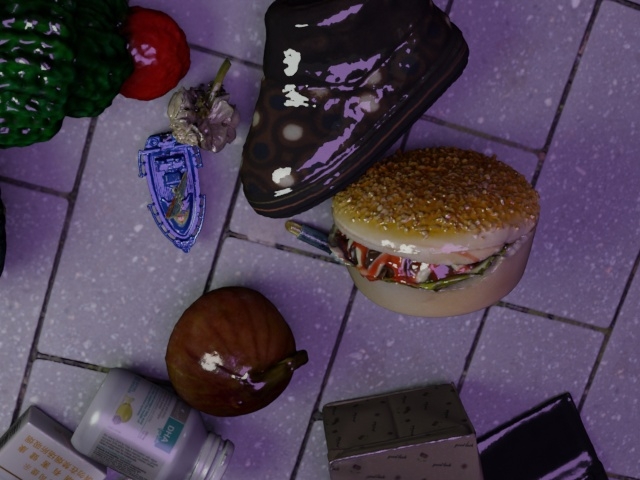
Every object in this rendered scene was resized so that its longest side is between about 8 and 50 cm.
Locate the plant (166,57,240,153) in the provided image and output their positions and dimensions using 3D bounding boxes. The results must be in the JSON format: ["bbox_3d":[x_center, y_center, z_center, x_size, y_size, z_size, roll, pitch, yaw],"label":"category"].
[{"bbox_3d":[-0.149,-0.185,1.312,0.104,0.116,0.122,25,114,-13],"label":"plant"}]

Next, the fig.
[{"bbox_3d":[-0.117,0.165,1.381,0.205,0.205,0.205,-3,106,-11],"label":"fig"}]

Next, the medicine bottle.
[{"bbox_3d":[-0.239,0.288,1.404,0.215,0.135,0.135,29,98,-7],"label":"medicine bottle"}]

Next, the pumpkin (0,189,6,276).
[{"bbox_3d":[-0.522,-0.018,1.211,0.248,0.248,0.248,-3,106,-11],"label":"pumpkin"}]

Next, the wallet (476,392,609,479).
[{"bbox_3d":[0.376,0.444,1.638,0.247,0.041,0.323,-28,103,-4],"label":"wallet"}]

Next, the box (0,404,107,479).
[{"bbox_3d":[-0.451,0.379,1.437,0.149,0.067,0.233,42,95,-18],"label":"box"}]

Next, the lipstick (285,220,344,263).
[{"bbox_3d":[0.000,0.000,1.441,0.116,0.037,0.037,25,99,-13],"label":"lipstick"}]

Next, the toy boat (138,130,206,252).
[{"bbox_3d":[-0.202,-0.061,1.343,0.091,0.110,0.175,-10,109,-8],"label":"toy boat"}]

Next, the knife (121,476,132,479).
[{"bbox_3d":[-0.357,0.455,1.487,0.398,0.038,0.132,-42,98,-2],"label":"knife"}]

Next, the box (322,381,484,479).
[{"bbox_3d":[0.136,0.400,1.487,0.225,0.190,0.297,-10,109,-1],"label":"box"}]

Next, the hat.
[{"bbox_3d":[-0.312,-0.247,1.207,0.332,0.242,0.274,2,79,-31],"label":"hat"}]

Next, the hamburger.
[{"bbox_3d":[0.160,-0.028,1.332,0.302,0.302,0.170,-12,124,-8],"label":"hamburger"}]

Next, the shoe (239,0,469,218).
[{"bbox_3d":[0.004,-0.221,1.306,0.384,0.171,0.237,-42,115,1],"label":"shoe"}]
